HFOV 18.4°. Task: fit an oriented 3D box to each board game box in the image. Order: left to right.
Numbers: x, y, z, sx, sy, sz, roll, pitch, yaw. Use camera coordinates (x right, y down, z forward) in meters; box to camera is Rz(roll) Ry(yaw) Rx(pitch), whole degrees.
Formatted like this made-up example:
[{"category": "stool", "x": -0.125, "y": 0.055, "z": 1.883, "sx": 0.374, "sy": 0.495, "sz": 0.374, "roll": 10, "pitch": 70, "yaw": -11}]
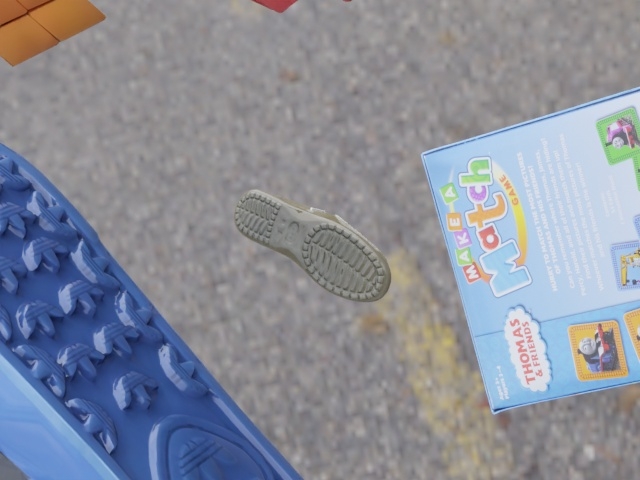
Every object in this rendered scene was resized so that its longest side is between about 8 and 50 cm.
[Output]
[{"category": "board game box", "x": 0.169, "y": 0.000, "z": 1.101, "sx": 0.211, "sy": 0.160, "sz": 0.039, "roll": -16, "pitch": -1, "yaw": 36}]

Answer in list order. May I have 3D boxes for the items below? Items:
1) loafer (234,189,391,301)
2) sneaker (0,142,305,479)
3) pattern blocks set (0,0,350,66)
[{"category": "loafer", "x": 0.000, "y": 0.000, "z": 1.610, "sx": 0.148, "sy": 0.056, "sz": 0.050, "roll": 33, "pitch": 19, "yaw": 19}, {"category": "sneaker", "x": -0.046, "y": 0.086, "z": 0.424, "sx": 0.232, "sy": 0.090, "sz": 0.081, "roll": 53, "pitch": 29, "yaw": 11}, {"category": "pattern blocks set", "x": -0.072, "y": -0.199, "z": 0.736, "sx": 0.325, "sy": 0.285, "sz": 0.026, "roll": -10, "pitch": 34, "yaw": -39}]
